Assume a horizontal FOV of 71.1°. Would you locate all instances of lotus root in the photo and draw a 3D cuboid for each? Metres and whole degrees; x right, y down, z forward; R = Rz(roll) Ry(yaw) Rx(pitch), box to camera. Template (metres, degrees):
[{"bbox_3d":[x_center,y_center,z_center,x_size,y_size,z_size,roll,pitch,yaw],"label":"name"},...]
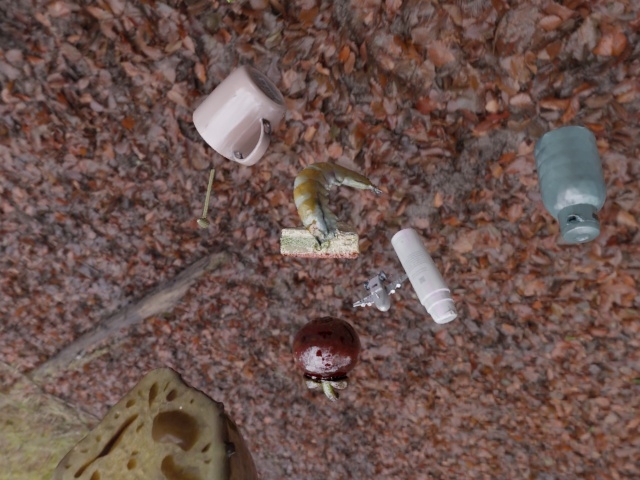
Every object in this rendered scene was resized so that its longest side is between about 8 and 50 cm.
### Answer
[{"bbox_3d":[-0.233,0.408,0.694,0.316,0.316,0.250,-6,128,22],"label":"lotus root"}]

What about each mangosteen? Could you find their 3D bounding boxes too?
[{"bbox_3d":[0.022,0.365,1.379,0.215,0.215,0.258,-5,92,22],"label":"mangosteen"}]

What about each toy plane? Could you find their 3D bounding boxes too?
[{"bbox_3d":[0.219,0.190,1.676,0.251,0.255,0.101,-32,100,13],"label":"toy plane"}]

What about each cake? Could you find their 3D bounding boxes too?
[{"bbox_3d":[0.003,-0.005,1.269,0.220,0.117,0.086,1,106,3],"label":"cake"}]

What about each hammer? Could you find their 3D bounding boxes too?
[{"bbox_3d":[-0.361,-0.141,1.419,0.028,0.195,0.060,4,167,9],"label":"hammer"}]

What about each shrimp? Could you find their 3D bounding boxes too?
[{"bbox_3d":[0.024,-0.121,1.152,0.185,0.287,0.068,48,137,0],"label":"shrimp"}]

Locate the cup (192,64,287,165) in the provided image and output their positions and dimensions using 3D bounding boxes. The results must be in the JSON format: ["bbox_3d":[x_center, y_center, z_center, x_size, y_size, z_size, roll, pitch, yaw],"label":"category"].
[{"bbox_3d":[-0.202,-0.330,1.219,0.200,0.253,0.191,-38,149,25],"label":"cup"}]

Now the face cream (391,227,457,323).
[{"bbox_3d":[0.343,0.116,1.472,0.101,0.346,0.102,-13,144,-10],"label":"face cream"}]

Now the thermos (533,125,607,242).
[{"bbox_3d":[0.625,-0.125,1.108,0.144,0.287,0.182,-17,145,39],"label":"thermos"}]
